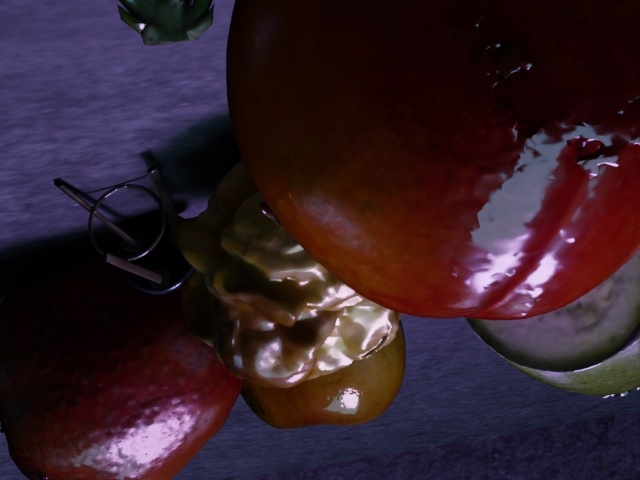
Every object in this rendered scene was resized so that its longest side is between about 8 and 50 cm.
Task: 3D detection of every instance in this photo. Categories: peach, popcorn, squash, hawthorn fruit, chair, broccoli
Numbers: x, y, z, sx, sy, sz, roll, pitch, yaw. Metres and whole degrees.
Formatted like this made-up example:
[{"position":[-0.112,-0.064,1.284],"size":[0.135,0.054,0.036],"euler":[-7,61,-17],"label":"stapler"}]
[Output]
[{"position":[0.114,-0.117,1.040],"size":[0.370,0.370,0.370],"euler":[-13,164,-4],"label":"peach"},{"position":[0.000,0.000,1.576],"size":[0.332,0.225,0.265],"euler":[-24,141,8],"label":"popcorn"},{"position":[0.341,0.067,2.007],"size":[0.263,0.263,0.384],"euler":[-19,164,15],"label":"squash"},{"position":[-0.212,0.132,1.787],"size":[0.369,0.284,0.285],"euler":[-35,163,0],"label":"hawthorn fruit"},{"position":[-0.188,-0.002,1.610],"size":[0.104,0.095,0.221],"euler":[-5,166,10],"label":"chair"},{"position":[-0.103,-0.187,1.010],"size":[0.130,0.120,0.131],"euler":[-12,-170,-32],"label":"broccoli"}]

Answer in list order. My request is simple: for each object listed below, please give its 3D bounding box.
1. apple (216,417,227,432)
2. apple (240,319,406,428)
[{"position":[-0.221,0.184,2.070],"size":[0.210,0.173,0.235],"euler":[4,178,5],"label":"apple"},{"position":[-0.001,0.148,2.057],"size":[0.237,0.207,0.237],"euler":[-17,174,-2],"label":"apple"}]
